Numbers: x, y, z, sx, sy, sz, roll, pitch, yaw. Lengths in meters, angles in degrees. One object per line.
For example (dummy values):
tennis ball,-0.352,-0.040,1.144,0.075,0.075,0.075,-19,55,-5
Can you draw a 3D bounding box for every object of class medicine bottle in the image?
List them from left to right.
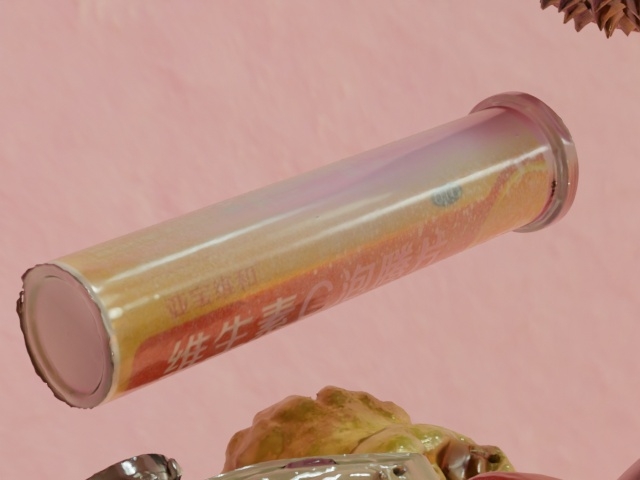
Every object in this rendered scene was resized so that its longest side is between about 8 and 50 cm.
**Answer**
medicine bottle,0.000,0.000,1.053,0.426,0.108,0.108,-22,73,-39

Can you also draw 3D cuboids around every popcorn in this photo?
popcorn,0.033,0.203,1.099,0.200,0.203,0.226,1,63,-15

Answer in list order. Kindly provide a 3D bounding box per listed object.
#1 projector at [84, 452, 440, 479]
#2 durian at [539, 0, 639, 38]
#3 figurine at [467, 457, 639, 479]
projector,-0.044,0.183,0.650,0.269,0.088,0.193,-19,65,-29
durian,0.288,-0.302,1.195,0.347,0.384,0.348,6,69,-17
figurine,0.237,0.205,0.877,0.261,0.211,0.270,-27,85,17
